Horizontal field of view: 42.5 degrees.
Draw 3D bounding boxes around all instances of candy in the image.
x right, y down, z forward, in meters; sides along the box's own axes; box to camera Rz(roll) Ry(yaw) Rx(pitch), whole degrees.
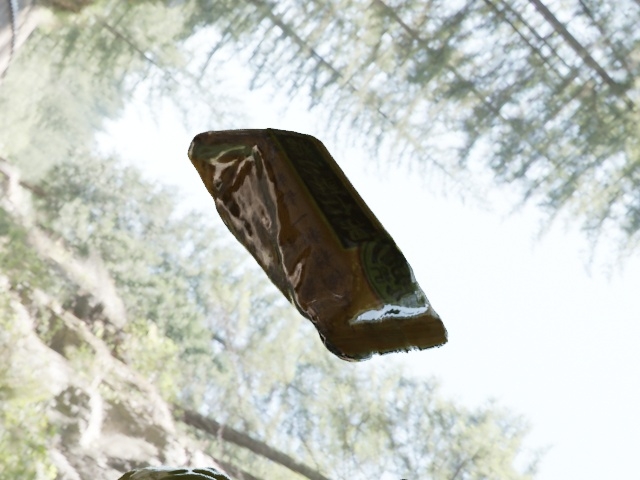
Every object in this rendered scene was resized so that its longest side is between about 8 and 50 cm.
[{"bbox_3d":[0.000,0.000,0.698,0.271,0.143,0.101,53,-52,36],"label":"candy"}]

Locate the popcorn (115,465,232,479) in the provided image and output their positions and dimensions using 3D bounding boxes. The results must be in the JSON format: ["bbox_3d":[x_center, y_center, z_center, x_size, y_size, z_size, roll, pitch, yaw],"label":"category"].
[{"bbox_3d":[-0.061,0.152,0.380,0.109,0.089,0.097,17,-82,35],"label":"popcorn"}]

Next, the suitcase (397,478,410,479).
[{"bbox_3d":[0.216,0.489,1.194,0.128,0.312,0.202,-62,-178,13],"label":"suitcase"}]
